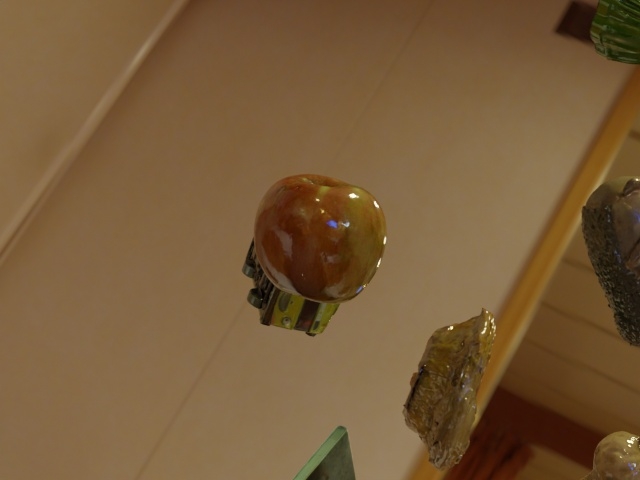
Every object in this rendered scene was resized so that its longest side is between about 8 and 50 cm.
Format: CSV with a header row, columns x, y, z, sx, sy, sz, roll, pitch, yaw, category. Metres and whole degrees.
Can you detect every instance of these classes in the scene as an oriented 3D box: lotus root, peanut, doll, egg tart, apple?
x,y,z,sx,sy,sz,roll,pitch,yaw,category
0.587,-0.370,2.208,0.186,0.186,0.186,28,-17,10,lotus root
0.490,0.423,2.068,0.159,0.143,0.291,26,-38,12,peanut
0.656,0.041,2.548,0.247,0.350,0.247,-8,3,0,doll
0.258,0.295,2.604,0.150,0.352,0.352,17,-19,5,egg tart
0.000,0.000,1.820,0.196,0.196,0.196,28,-17,10,apple

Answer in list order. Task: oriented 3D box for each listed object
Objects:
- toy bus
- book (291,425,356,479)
x,y,z,sx,sy,sz,roll,pitch,yaw,category
-0.047,0.054,2.274,0.150,0.128,0.262,16,22,-17,toy bus
0.005,0.276,1.339,0.017,0.103,0.135,17,-47,31,book
